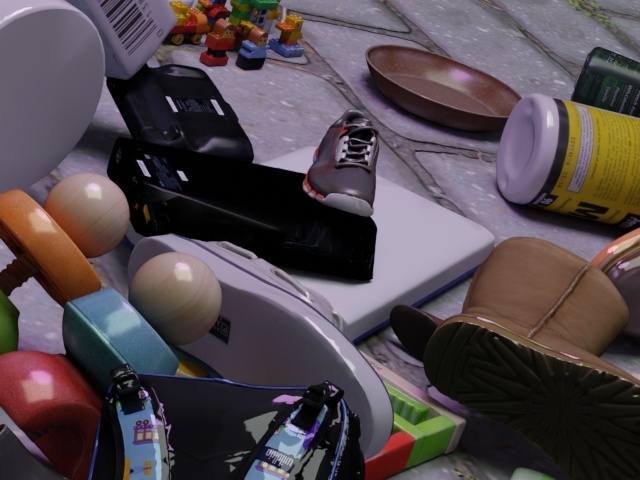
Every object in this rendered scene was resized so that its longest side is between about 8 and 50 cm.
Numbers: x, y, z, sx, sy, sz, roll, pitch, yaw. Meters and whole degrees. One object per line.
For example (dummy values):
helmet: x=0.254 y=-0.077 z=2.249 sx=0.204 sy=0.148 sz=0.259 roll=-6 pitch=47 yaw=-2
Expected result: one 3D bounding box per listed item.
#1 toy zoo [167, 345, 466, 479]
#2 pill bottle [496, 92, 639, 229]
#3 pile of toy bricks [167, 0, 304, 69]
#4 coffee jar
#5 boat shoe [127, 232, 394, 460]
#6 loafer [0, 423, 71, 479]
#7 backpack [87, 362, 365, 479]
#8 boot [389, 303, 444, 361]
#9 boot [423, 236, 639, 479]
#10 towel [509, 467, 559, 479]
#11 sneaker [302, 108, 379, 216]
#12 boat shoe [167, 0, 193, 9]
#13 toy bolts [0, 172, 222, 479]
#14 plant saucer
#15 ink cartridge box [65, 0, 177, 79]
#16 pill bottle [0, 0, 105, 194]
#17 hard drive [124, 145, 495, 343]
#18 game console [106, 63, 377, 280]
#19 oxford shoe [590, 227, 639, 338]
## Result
toy zoo: x=-0.050 y=0.121 z=1.371 sx=0.192 sy=0.030 sz=0.293 roll=31 pitch=25 yaw=28
pill bottle: x=0.301 y=-0.077 z=2.027 sx=0.209 sy=0.119 sz=0.119 roll=12 pitch=23 yaw=-18
pile of toy bricks: x=-0.083 y=-0.265 z=2.173 sx=0.118 sy=0.105 sz=0.212 roll=32 pitch=25 yaw=30
coffee jar: x=0.410 y=-0.174 z=2.406 sx=0.184 sy=0.079 sz=0.096 roll=22 pitch=19 yaw=10
boat shoe: x=-0.028 y=0.069 z=1.354 sx=0.088 sy=0.096 sz=0.267 roll=-8 pitch=25 yaw=-41
loafer: x=-0.198 y=0.140 z=1.158 sx=0.170 sy=0.061 sz=0.062 roll=18 pitch=20 yaw=-6
backpack: x=-0.060 y=0.171 z=1.103 sx=0.158 sy=0.117 sz=0.173 roll=4 pitch=55 yaw=11
boot: x=0.123 y=0.077 z=1.617 sx=0.106 sy=0.037 sz=0.114 roll=36 pitch=27 yaw=16
boot: x=0.213 y=0.091 z=1.534 sx=0.236 sy=0.089 sz=0.269 roll=33 pitch=20 yaw=9
towel: x=0.174 y=0.208 z=1.361 sx=0.113 sy=0.023 sz=0.152 roll=24 pitch=22 yaw=9
sneaker: x=0.022 y=-0.071 z=1.623 sx=0.061 sy=0.065 sz=0.158 roll=17 pitch=20 yaw=-11
boat shoe: x=-0.249 y=-0.328 z=2.223 sx=0.226 sy=0.075 sz=0.083 roll=17 pitch=22 yaw=-6
toy bolts: x=-0.177 y=0.018 z=1.243 sx=0.228 sy=0.158 sz=0.218 roll=42 pitch=-12 yaw=35
plant saucer: x=0.141 y=-0.171 z=2.231 sx=0.199 sy=0.036 sz=0.198 roll=16 pitch=22 yaw=-7
ink cartridge box: x=-0.346 y=-0.304 z=1.774 sx=0.385 sy=0.308 sz=0.091 roll=10 pitch=52 yaw=41
pill bottle: x=-0.361 y=-0.195 z=1.623 sx=0.363 sy=0.210 sz=0.210 roll=33 pitch=25 yaw=31
hard drive: x=0.000 y=0.000 z=1.691 sx=0.210 sy=0.040 sz=0.319 roll=27 pitch=23 yaw=19
game console: x=-0.092 y=-0.075 z=1.683 sx=0.213 sy=0.044 sz=0.361 roll=11 pitch=23 yaw=-24
oxford shoe: x=0.399 y=0.066 z=1.763 sx=0.364 sy=0.130 sz=0.132 roll=5 pitch=33 yaw=-29
